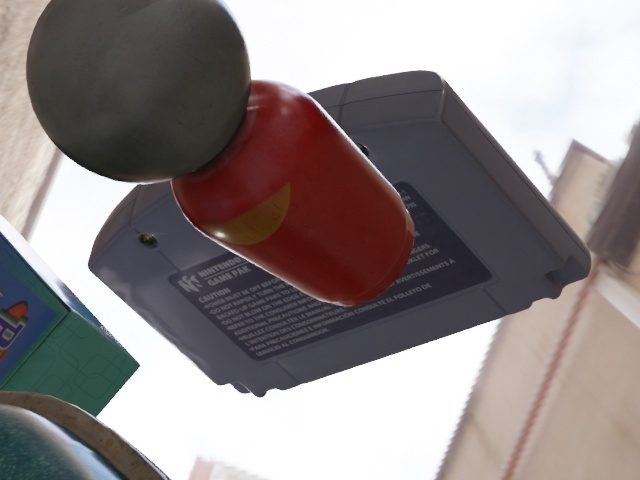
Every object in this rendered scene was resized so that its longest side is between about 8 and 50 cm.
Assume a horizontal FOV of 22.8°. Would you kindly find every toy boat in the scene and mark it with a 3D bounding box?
[{"bbox_3d":[-0.092,0.077,0.483,0.148,0.267,0.318,38,-104,-39],"label":"toy boat"}]

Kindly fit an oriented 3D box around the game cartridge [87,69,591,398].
[{"bbox_3d":[0.000,0.000,1.028,0.294,0.060,0.196,-21,-49,33],"label":"game cartridge"}]

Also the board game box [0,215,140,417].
[{"bbox_3d":[-0.185,0.069,0.752,0.160,0.210,0.047,-49,-59,-3],"label":"board game box"}]
